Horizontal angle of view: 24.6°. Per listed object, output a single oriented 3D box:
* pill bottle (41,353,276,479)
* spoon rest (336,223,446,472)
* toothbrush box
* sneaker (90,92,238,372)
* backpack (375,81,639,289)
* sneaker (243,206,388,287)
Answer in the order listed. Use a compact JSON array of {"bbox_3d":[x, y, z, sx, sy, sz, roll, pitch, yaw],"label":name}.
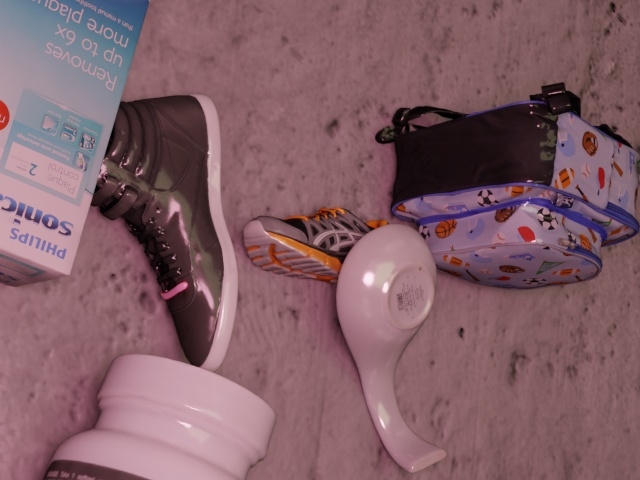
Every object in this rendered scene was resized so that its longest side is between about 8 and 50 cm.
[{"bbox_3d":[-0.178,0.302,1.357,0.210,0.210,0.363,32,66,-28],"label":"pill bottle"},{"bbox_3d":[0.080,0.116,1.631,0.137,0.084,0.276,-18,108,-35],"label":"spoon rest"},{"bbox_3d":[-0.314,-0.131,1.382,0.216,0.126,0.295,25,70,-30],"label":"toothbrush box"},{"bbox_3d":[-0.172,-0.010,1.485,0.147,0.104,0.296,1,76,-34],"label":"sneaker"},{"bbox_3d":[0.242,-0.053,1.701,0.263,0.276,0.213,8,83,-42],"label":"backpack"},{"bbox_3d":[0.000,0.000,1.620,0.215,0.084,0.083,17,73,-44],"label":"sneaker"}]
